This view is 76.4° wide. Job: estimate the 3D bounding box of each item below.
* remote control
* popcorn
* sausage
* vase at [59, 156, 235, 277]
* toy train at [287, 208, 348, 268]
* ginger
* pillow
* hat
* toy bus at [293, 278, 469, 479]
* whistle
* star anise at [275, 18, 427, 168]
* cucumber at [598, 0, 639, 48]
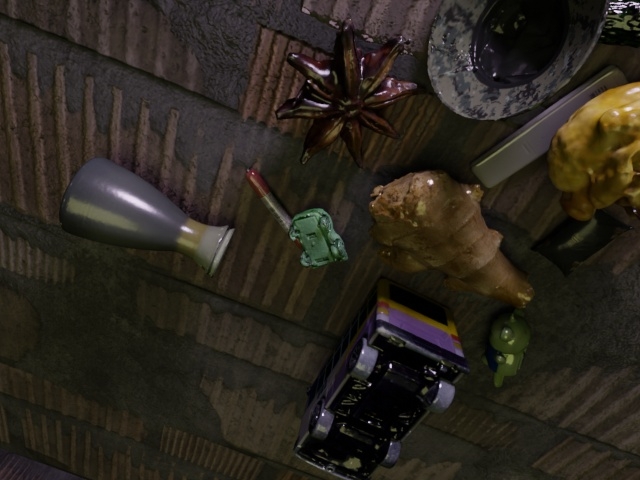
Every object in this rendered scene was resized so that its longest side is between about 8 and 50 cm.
[{"bbox_3d":[0.384,-0.187,0.697,0.067,0.029,0.261,39,123,-22],"label":"remote control"},{"bbox_3d":[0.455,-0.129,0.596,0.190,0.191,0.254,17,134,-14],"label":"popcorn"},{"bbox_3d":[-0.091,-0.063,0.871,0.029,0.029,0.223,-26,113,25],"label":"sausage"},{"bbox_3d":[-0.353,-0.039,0.873,0.320,0.173,0.173,23,124,-10],"label":"vase"},{"bbox_3d":[0.000,0.000,0.868,0.099,0.081,0.149,-17,111,21],"label":"toy train"},{"bbox_3d":[0.238,0.030,0.785,0.236,0.166,0.376,-32,105,18],"label":"ginger"},{"bbox_3d":[0.491,-0.003,0.775,0.090,0.048,0.150,30,125,-10],"label":"pillow"},{"bbox_3d":[0.291,-0.286,0.582,0.128,0.266,0.266,5,131,-35],"label":"hat"},{"bbox_3d":[0.118,0.329,0.942,0.209,0.249,0.440,25,117,-4],"label":"toy bus"},{"bbox_3d":[0.419,0.248,0.923,0.085,0.105,0.228,22,133,35],"label":"whistle"},{"bbox_3d":[0.043,-0.247,0.700,0.271,0.103,0.272,-10,139,-9],"label":"star anise"},{"bbox_3d":[0.531,-0.278,0.550,0.293,0.067,0.068,19,125,17],"label":"cucumber"}]
